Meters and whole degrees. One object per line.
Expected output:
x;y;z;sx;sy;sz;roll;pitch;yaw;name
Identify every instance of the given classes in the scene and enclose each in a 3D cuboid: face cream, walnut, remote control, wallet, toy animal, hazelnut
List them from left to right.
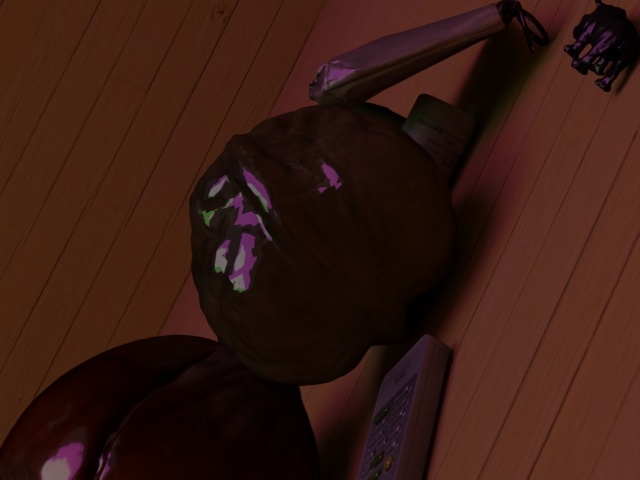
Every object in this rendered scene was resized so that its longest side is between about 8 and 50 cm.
-0.173;0.269;1.603;0.315;0.372;0.372;59;-134;-50;hazelnut
-0.002;0.001;1.561;0.277;0.282;0.253;-126;19;-52;walnut
0.067;0.204;1.362;0.103;0.034;0.250;-52;15;47;remote control
0.089;-0.038;1.729;0.269;0.082;0.082;-61;10;1;face cream
0.116;-0.219;1.744;0.275;0.068;0.335;-18;7;5;wallet
0.262;-0.188;1.372;0.065;0.047;0.136;-54;11;18;toy animal

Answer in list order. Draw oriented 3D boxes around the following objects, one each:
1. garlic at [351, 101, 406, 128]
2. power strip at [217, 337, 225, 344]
0.059;-0.126;1.832;0.195;0.101;0.087;8;83;47;garlic
-0.102;0.071;2.368;0.257;0.092;0.251;-58;7;4;power strip
